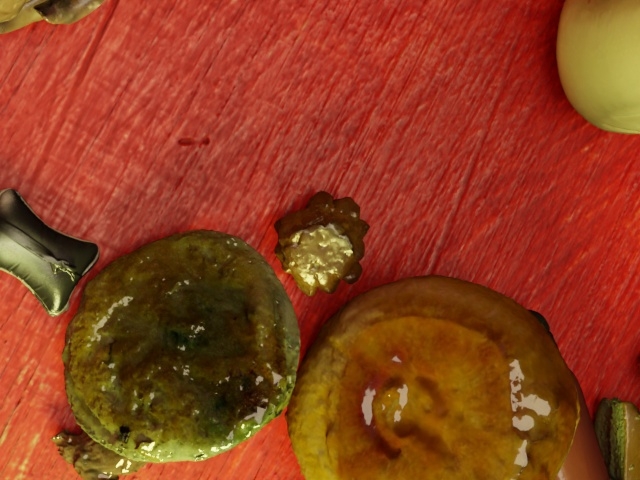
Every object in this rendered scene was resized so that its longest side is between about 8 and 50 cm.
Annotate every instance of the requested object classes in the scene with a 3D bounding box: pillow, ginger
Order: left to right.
[{"bbox_3d":[-0.322,0.014,1.546,0.135,0.055,0.091,34,104,-14],"label":"pillow"},{"bbox_3d":[-0.169,0.177,1.599,0.290,0.084,0.122,-39,72,-10],"label":"ginger"}]

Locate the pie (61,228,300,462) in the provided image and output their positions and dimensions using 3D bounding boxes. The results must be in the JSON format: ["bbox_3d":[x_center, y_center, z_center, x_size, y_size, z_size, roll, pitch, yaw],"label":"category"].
[{"bbox_3d":[-0.157,0.116,1.534,0.277,0.078,0.277,-2,67,4],"label":"pie"}]

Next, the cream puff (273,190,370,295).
[{"bbox_3d":[0.000,0.000,1.625,0.116,0.094,0.122,19,112,-14],"label":"cream puff"}]

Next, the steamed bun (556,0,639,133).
[{"bbox_3d":[0.529,-0.292,1.611,0.456,0.371,0.290,-13,97,-19],"label":"steamed bun"}]

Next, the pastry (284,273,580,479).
[{"bbox_3d":[0.126,0.209,1.580,0.356,0.164,0.356,-2,87,27],"label":"pastry"}]

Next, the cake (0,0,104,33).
[{"bbox_3d":[-0.359,-0.366,1.410,0.321,0.332,0.332,-7,98,-54],"label":"cake"}]

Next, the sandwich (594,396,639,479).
[{"bbox_3d":[0.421,0.306,1.777,0.088,0.090,0.244,-47,108,-12],"label":"sandwich"}]

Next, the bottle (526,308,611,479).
[{"bbox_3d":[0.274,0.251,1.697,0.144,0.144,0.336,-20,100,-14],"label":"bottle"}]
